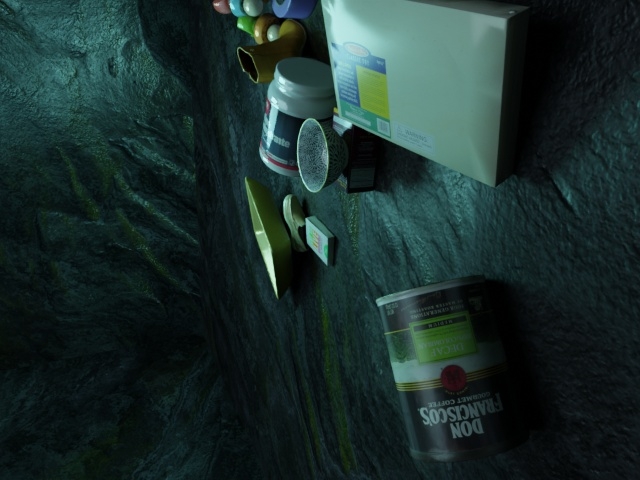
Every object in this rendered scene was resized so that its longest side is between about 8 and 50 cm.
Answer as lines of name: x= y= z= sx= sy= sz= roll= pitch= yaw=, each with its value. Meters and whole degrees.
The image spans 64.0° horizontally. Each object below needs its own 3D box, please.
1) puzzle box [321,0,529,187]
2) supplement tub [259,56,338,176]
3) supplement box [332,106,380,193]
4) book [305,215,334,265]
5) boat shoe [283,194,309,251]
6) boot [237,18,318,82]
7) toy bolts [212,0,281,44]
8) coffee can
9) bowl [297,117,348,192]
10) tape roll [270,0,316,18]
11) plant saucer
puzzle box: x=0.157 y=-0.286 z=0.883 sx=0.408 sy=0.052 sz=0.272 roll=37 pitch=150 yaw=41
supplement tub: x=-0.056 y=-0.327 z=1.382 sx=0.272 sy=0.191 sz=0.191 roll=105 pitch=147 yaw=-42
supplement box: x=0.082 y=-0.220 z=1.240 sx=0.104 sy=0.080 sz=0.188 roll=-137 pitch=45 yaw=-54
book: x=0.000 y=0.000 z=1.555 sx=0.144 sy=0.035 sz=0.096 roll=-134 pitch=39 yaw=-52
boat shoe: x=-0.066 y=-0.057 z=1.655 sx=0.072 sy=0.068 sz=0.190 roll=2 pitch=110 yaw=53
boot: x=-0.139 y=-0.552 z=1.476 sx=0.104 sy=0.211 sz=0.295 roll=111 pitch=144 yaw=-46
toy bolts: x=-0.189 y=-0.734 z=1.588 sx=0.158 sy=0.228 sz=0.219 roll=31 pitch=105 yaw=28
coffee can: x=0.225 y=0.217 z=0.902 sx=0.201 sy=0.201 sz=0.276 roll=144 pitch=116 yaw=-63
bowl: x=0.014 y=-0.200 z=1.197 sx=0.170 sy=0.080 sz=0.170 roll=29 pitch=123 yaw=60
tape roll: x=-0.077 y=-0.730 z=1.447 sx=0.189 sy=0.080 sz=0.189 roll=172 pitch=90 yaw=-67
plant saucer: x=-0.169 y=-0.011 z=1.794 sx=0.333 sy=0.080 sz=0.333 roll=91 pitch=160 yaw=-55
